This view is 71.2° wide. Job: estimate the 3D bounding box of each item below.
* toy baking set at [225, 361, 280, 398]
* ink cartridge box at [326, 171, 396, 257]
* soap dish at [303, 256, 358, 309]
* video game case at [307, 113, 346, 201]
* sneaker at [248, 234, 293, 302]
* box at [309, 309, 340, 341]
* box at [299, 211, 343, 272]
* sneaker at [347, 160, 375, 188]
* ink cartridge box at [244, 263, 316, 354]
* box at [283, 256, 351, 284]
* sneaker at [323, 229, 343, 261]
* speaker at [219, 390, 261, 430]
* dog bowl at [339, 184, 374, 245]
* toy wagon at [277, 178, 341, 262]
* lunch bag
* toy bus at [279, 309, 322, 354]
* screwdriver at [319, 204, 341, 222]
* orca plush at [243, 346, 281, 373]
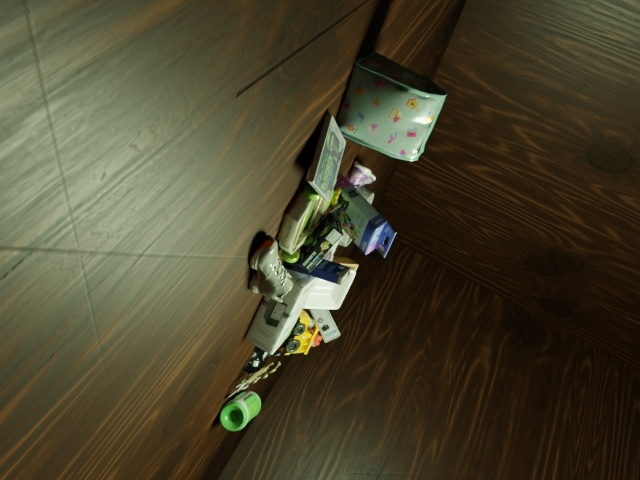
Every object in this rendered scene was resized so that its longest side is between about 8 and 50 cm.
[{"bbox_3d":[-0.289,0.584,1.906,0.256,0.030,0.197,-28,176,-6],"label":"toy baking set"},{"bbox_3d":[0.133,-0.079,1.620,0.065,0.311,0.186,-34,159,-25],"label":"ink cartridge box"},{"bbox_3d":[0.026,0.198,2.134,0.118,0.228,0.291,-110,-148,-47],"label":"soap dish"},{"bbox_3d":[0.022,-0.222,1.235,0.173,0.022,0.191,38,67,-70],"label":"video game case"},{"bbox_3d":[-0.126,0.085,1.256,0.099,0.120,0.263,-57,170,-32],"label":"sneaker"},{"bbox_3d":[0.001,0.375,2.300,0.087,0.290,0.169,-26,165,-4],"label":"box"},{"bbox_3d":[0.000,0.000,1.580,0.175,0.051,0.220,-48,-167,12],"label":"box"},{"bbox_3d":[0.170,-0.272,1.949,0.105,0.095,0.236,-56,167,8],"label":"sneaker"},{"bbox_3d":[-0.136,0.239,1.652,0.289,0.121,0.211,-64,170,14],"label":"ink cartridge box"},{"bbox_3d":[-0.012,0.097,1.623,0.136,0.225,0.037,-37,140,-70],"label":"box"},{"bbox_3d":[0.019,0.044,1.946,0.305,0.114,0.152,-58,169,-20],"label":"sneaker"},{"bbox_3d":[-0.353,0.758,2.003,0.131,0.131,0.296,-61,171,-5],"label":"speaker"},{"bbox_3d":[0.157,-0.125,2.252,0.349,0.102,0.349,-60,171,-15],"label":"dog bowl"},{"bbox_3d":[-0.028,-0.093,1.444,0.344,0.068,0.267,-50,165,-55],"label":"toy wagon"},{"bbox_3d":[0.201,-0.369,1.263,0.160,0.262,0.224,-50,165,-49],"label":"lunch bag"},{"bbox_3d":[-0.082,0.437,2.149,0.221,0.211,0.149,-67,-150,19],"label":"toy bus"},{"bbox_3d":[0.022,-0.095,1.621,0.169,0.024,0.025,-31,-179,41],"label":"screwdriver"},{"bbox_3d":[-0.219,0.479,1.976,0.287,0.102,0.151,-50,165,-52],"label":"orca plush"}]
